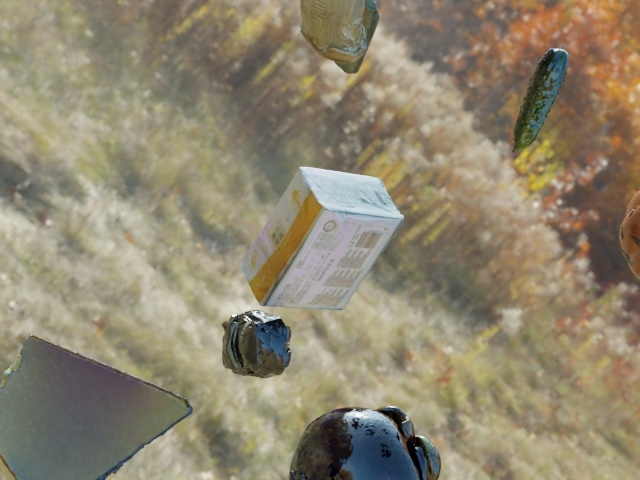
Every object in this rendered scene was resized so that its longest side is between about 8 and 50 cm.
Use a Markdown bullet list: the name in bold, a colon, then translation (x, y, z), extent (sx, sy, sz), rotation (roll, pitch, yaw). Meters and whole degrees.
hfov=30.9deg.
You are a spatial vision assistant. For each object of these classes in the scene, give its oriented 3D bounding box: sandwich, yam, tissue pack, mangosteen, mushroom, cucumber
- **sandwich**: translation (-0.247, 0.161, 1.163), extent (0.162, 0.193, 0.058), rotation (61, -28, -8)
- **yam**: translation (0.053, -0.327, 1.762), extent (0.069, 0.146, 0.070), rotation (12, 41, -11)
- **tissue pack**: translation (0.000, 0.000, 1.966), extent (0.185, 0.225, 0.124), rotation (7, 39, -37)
- **mangosteen**: translation (0.069, 0.302, 1.478), extent (0.230, 0.194, 0.194), rotation (-8, 44, -34)
- **mushroom**: translation (0.013, -0.393, 1.544), extent (0.122, 0.095, 0.351), rotation (24, -39, 27)
- **cucumber**: translation (0.440, -0.281, 2.345), extent (0.069, 0.227, 0.069), rotation (22, 8, -3)

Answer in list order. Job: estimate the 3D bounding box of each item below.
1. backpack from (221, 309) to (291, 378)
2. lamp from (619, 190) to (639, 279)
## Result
- **backpack**: translation (-0.110, 0.177, 1.974), extent (0.165, 0.105, 0.120), rotation (156, -69, -71)
- **lamp**: translation (0.566, -0.013, 1.809), extent (0.188, 0.187, 0.164), rotation (47, -20, 12)
